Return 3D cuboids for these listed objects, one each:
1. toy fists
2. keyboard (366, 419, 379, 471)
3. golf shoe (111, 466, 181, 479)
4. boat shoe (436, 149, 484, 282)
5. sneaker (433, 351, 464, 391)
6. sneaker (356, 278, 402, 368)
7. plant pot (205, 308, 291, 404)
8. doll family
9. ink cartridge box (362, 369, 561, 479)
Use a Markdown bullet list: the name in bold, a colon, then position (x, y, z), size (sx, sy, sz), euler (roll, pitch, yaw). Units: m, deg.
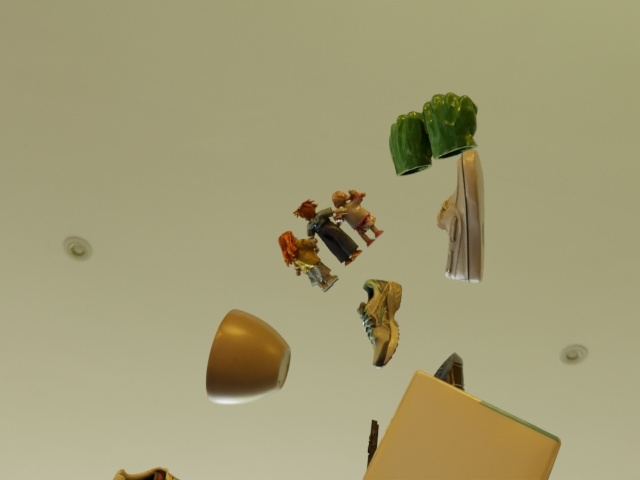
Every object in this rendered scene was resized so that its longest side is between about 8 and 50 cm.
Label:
- **toy fists**: position (0.263, -0.254, 1.294), size (0.096, 0.279, 0.142), euler (-10, -94, -29)
- **keyboard**: position (0.134, 0.544, 1.392), size (0.023, 0.180, 0.108), euler (-1, -60, 10)
- **golf shoe**: position (-0.337, 0.575, 1.216), size (0.273, 0.105, 0.120), euler (9, -75, -21)
- **boat shoe**: position (0.269, -0.042, 1.052), size (0.088, 0.096, 0.267), euler (2, -60, 22)
- **sneaker**: position (0.265, 0.337, 1.127), size (0.090, 0.232, 0.081), euler (35, -43, 5)
- **sneaker**: position (0.161, 0.243, 1.621), size (0.122, 0.283, 0.110), euler (16, -35, -12)
- **plant pot**: position (-0.197, 0.362, 1.633), size (0.191, 0.284, 0.284), euler (9, -57, 11)
- **doll family**: position (0.000, 0.000, 1.171), size (0.163, 0.118, 0.263), euler (46, -61, 9)
- **ink cartridge box**: position (0.201, 0.344, 0.783), size (0.198, 0.197, 0.270), euler (22, -18, 27)
